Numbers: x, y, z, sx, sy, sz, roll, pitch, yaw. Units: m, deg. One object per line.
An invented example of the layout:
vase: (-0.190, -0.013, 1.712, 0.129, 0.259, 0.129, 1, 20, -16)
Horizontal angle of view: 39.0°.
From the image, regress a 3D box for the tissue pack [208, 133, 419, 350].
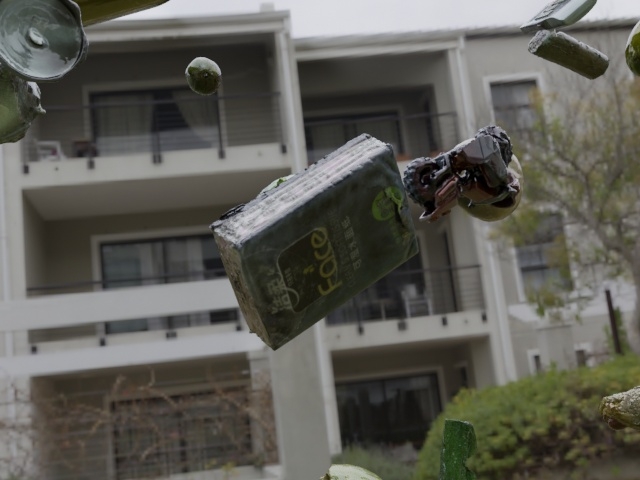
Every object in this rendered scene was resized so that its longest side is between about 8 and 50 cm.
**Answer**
tissue pack: (0.000, 0.000, 1.077, 0.235, 0.173, 0.073, -32, 39, -21)

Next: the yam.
yam: (0.407, -0.308, 1.483, 0.132, 0.054, 0.054, 19, -21, -21)

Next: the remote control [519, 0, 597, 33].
remote control: (0.333, -0.317, 1.275, 0.065, 0.029, 0.166, -41, 9, 1)

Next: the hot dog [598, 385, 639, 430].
hot dog: (0.440, 0.220, 1.188, 0.078, 0.061, 0.169, 31, -44, -22)

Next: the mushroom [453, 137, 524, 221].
mushroom: (0.309, -0.115, 1.724, 0.166, 0.166, 0.127, 1, -17, -31)

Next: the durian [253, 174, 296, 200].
durian: (-0.066, -0.031, 1.359, 0.139, 0.101, 0.250, -22, -5, -22)

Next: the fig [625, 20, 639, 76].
fig: (0.495, -0.314, 1.314, 0.093, 0.093, 0.166, -5, -53, -5)

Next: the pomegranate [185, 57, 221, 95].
pomegranate: (-0.224, -0.316, 1.763, 0.073, 0.073, 0.084, -8, -15, 11)

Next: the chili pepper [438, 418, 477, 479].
chili pepper: (0.288, 0.500, 1.896, 0.083, 0.253, 0.099, -4, -4, 34)

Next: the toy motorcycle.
toy motorcycle: (0.203, -0.080, 1.236, 0.212, 0.118, 0.084, -26, 6, -35)

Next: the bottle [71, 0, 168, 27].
bottle: (-0.293, -0.444, 1.403, 0.351, 0.171, 0.171, -23, -7, -17)

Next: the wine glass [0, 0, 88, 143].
wine glass: (-0.383, -0.216, 1.111, 0.156, 0.156, 0.232, 2, -12, -35)

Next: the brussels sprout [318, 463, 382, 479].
brussels sprout: (0.062, 0.411, 1.362, 0.122, 0.152, 0.149, -1, -21, -10)
